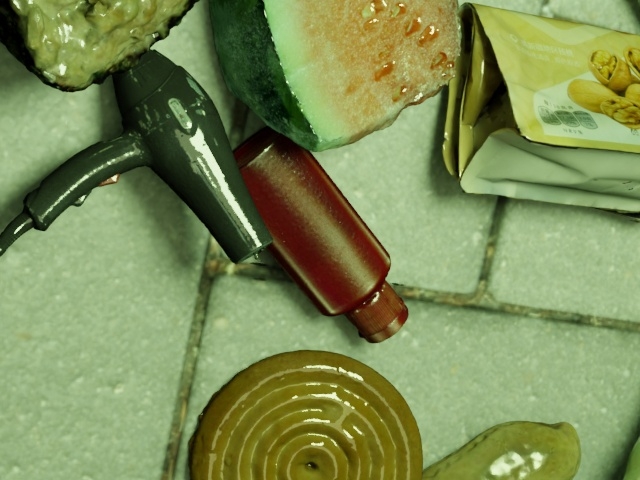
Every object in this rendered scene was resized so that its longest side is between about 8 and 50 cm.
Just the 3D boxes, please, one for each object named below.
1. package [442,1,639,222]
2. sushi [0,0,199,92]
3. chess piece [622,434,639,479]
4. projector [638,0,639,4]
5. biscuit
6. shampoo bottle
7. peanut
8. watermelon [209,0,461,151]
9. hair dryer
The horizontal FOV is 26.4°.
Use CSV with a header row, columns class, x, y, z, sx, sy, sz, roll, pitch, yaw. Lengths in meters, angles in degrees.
class,x,y,z,sx,sy,sz,roll,pitch,yaw
package,0.289,-0.123,1.522,0.311,0.221,0.165,6,138,-25
sushi,-0.176,-0.307,1.260,0.350,0.171,0.211,-48,115,-6
chess piece,0.398,0.326,1.569,0.442,0.234,0.234,-40,113,-19
projector,0.335,-0.385,1.492,0.108,0.108,0.337,-42,113,-10
biscuit,-0.014,0.246,1.482,0.262,0.037,0.262,-1,96,-9
shampoo bottle,0.000,0.000,1.452,0.102,0.064,0.260,-41,113,-5
peanut,0.202,0.282,1.571,0.236,0.120,0.110,-25,150,-19
watermelon,0.031,-0.204,1.403,0.256,0.140,0.193,-17,102,-29
hair dryer,-0.199,-0.035,1.323,0.271,0.091,0.235,-31,88,-15
